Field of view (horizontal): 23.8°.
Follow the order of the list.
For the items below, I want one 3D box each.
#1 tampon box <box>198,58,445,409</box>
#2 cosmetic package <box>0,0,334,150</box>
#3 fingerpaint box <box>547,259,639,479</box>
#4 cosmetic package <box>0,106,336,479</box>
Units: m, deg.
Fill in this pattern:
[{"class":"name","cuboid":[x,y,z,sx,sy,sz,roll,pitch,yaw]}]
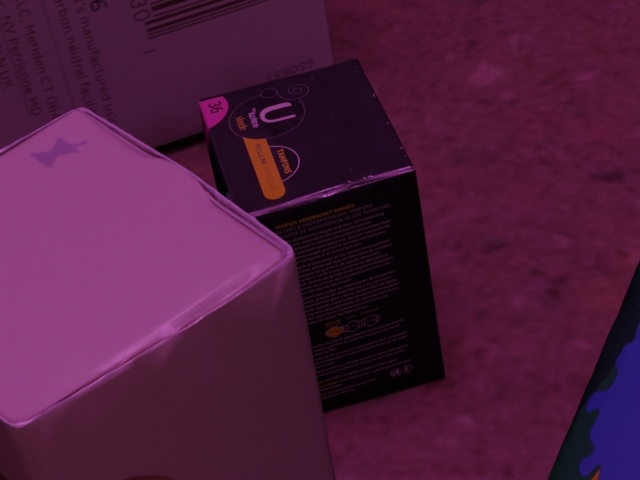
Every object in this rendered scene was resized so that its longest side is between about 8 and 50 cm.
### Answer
[{"class":"tampon box","cuboid":[0.000,0.000,0.889,0.101,0.161,0.120,-16,39,-6]},{"class":"cosmetic package","cuboid":[-0.223,-0.287,1.150,0.327,0.329,0.393,-20,40,-11]},{"class":"fingerpaint box","cuboid":[0.207,0.154,0.319,0.445,0.163,0.371,-5,54,61]},{"class":"cosmetic package","cuboid":[-0.083,0.113,0.668,0.129,0.296,0.153,-33,44,-26]}]
